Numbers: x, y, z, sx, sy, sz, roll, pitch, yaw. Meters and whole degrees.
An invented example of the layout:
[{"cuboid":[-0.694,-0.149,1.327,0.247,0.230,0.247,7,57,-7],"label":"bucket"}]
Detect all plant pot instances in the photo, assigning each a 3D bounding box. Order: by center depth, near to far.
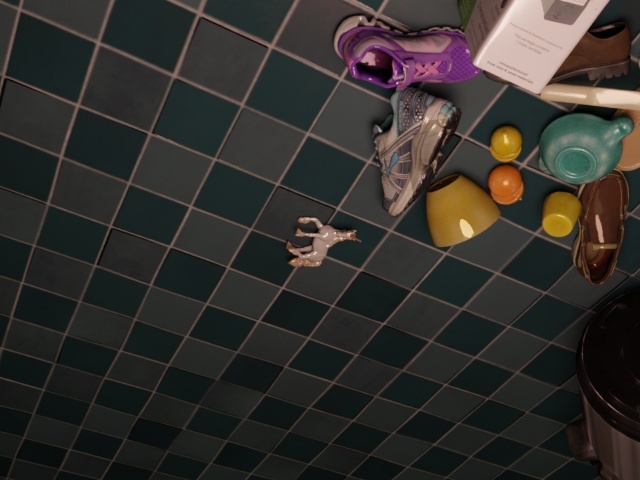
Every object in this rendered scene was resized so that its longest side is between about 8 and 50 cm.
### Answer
[{"cuboid":[0.243,-0.063,1.280,0.134,0.134,0.095,-25,104,23],"label":"plant pot"}]

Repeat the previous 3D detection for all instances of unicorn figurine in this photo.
[{"cuboid":[0.000,0.000,1.387,0.111,0.060,0.162,16,147,-14],"label":"unicorn figurine"}]

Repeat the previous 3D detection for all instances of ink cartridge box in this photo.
[{"cuboid":[0.307,-0.368,0.935,0.115,0.198,0.273,20,129,-14],"label":"ink cartridge box"}]

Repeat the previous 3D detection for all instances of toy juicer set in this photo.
[{"cuboid":[0.404,-0.168,1.199,0.209,0.089,0.329,27,136,7],"label":"toy juicer set"}]

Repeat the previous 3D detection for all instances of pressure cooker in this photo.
[{"cuboid":[0.721,0.344,1.454,0.370,0.375,0.420,23,152,41],"label":"pressure cooker"}]

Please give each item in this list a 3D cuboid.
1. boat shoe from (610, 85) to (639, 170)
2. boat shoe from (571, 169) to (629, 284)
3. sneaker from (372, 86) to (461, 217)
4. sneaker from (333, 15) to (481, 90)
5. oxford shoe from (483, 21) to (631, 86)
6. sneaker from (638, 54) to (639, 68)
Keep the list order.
[{"cuboid":[0.598,-0.218,1.125,0.122,0.110,0.341,28,128,-22],"label":"boat shoe"},{"cuboid":[0.530,-0.021,1.320,0.095,0.095,0.257,-7,132,8],"label":"boat shoe"},{"cuboid":[0.146,-0.156,1.221,0.122,0.110,0.283,36,146,13],"label":"sneaker"},{"cuboid":[0.138,-0.274,1.091,0.237,0.104,0.095,6,131,-6],"label":"sneaker"},{"cuboid":[0.362,-0.295,1.091,0.227,0.082,0.096,-11,124,0],"label":"oxford shoe"},{"cuboid":[0.544,-0.293,1.111,0.083,0.032,0.037,-15,131,14],"label":"sneaker"}]
